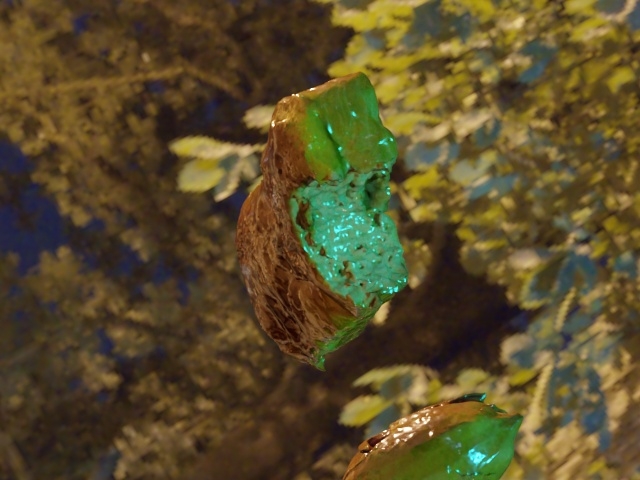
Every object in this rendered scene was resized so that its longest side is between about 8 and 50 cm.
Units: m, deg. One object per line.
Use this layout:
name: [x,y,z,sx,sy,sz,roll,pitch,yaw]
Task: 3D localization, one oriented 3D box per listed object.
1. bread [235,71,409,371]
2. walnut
bread: [0.000,0.000,1.191,0.380,0.109,0.185,116,-41,-72]
walnut: [0.131,0.266,1.610,0.137,0.245,0.137,-23,90,-82]
